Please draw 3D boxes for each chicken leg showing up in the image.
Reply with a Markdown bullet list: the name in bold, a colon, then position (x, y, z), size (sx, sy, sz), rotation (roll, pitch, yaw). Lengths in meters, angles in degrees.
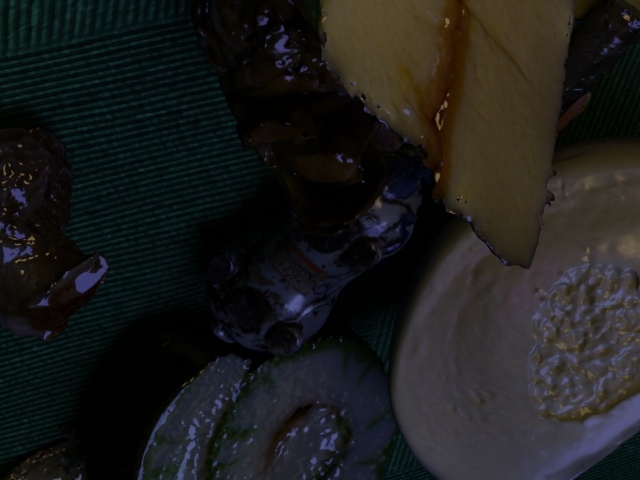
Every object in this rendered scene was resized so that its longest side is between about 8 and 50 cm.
- **chicken leg**: position (0.006, -0.129, 1.842), size (0.182, 0.295, 0.409), rotation (-14, 161, 9)

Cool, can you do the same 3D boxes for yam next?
- **yam**: position (0.232, -0.151, 1.982), size (0.061, 0.061, 0.253), rotation (8, 136, -44)

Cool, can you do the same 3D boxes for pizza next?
- **pizza**: position (-0.253, 0.293, 2.366), size (0.288, 0.075, 0.280), rotation (-7, 141, -32)

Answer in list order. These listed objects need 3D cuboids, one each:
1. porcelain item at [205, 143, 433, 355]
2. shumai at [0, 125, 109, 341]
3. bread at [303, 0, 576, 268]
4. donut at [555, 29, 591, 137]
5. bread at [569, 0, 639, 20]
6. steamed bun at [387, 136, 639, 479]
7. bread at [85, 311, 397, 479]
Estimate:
- **porcelain item**: position (0.000, 0.000, 2.116), size (0.288, 0.138, 0.186), rotation (-45, 179, 30)
- **shumai**: position (-0.288, 0.005, 1.846), size (0.166, 0.175, 0.206), rotation (-22, 144, -13)
- **bread**: position (0.112, -0.246, 1.595), size (0.242, 0.405, 0.346), rotation (-34, 142, 24)
- **donut**: position (0.187, -0.165, 2.070), size (0.199, 0.085, 0.233), rotation (-34, 147, 8)
- **bread**: position (0.274, -0.277, 1.983), size (0.245, 0.094, 0.102), rotation (2, 127, -40)
- **steamed bun**: position (0.257, 0.058, 2.185), size (0.456, 0.290, 0.371), rotation (-42, -177, 5)
- **bread**: position (-0.091, 0.226, 2.281), size (0.366, 0.129, 0.382), rotation (-46, 131, -6)
